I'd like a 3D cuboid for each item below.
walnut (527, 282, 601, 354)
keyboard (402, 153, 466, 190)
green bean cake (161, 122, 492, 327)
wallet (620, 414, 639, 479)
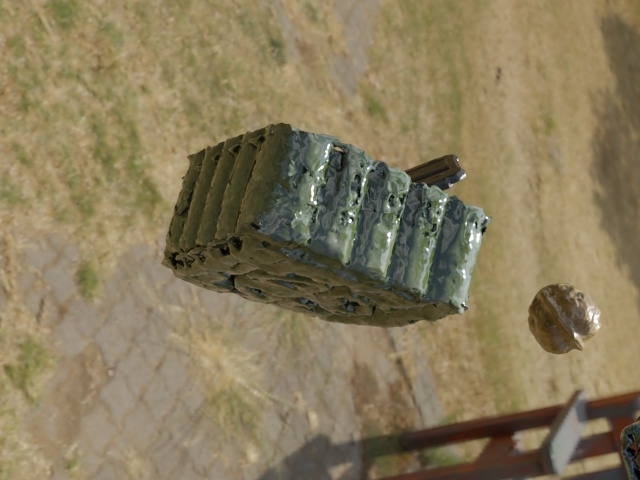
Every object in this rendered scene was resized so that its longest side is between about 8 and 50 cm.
[{"bbox_3d":[0.278,0.090,1.193,0.082,0.079,0.096,51,12,-17],"label":"walnut"},{"bbox_3d":[0.063,-0.053,1.383,0.106,0.262,0.016,-93,162,-70],"label":"keyboard"},{"bbox_3d":[0.000,0.000,0.990,0.255,0.241,0.132,24,71,-28],"label":"green bean cake"},{"bbox_3d":[0.362,0.221,0.811,0.342,0.075,0.237,2,57,-52],"label":"wallet"}]
